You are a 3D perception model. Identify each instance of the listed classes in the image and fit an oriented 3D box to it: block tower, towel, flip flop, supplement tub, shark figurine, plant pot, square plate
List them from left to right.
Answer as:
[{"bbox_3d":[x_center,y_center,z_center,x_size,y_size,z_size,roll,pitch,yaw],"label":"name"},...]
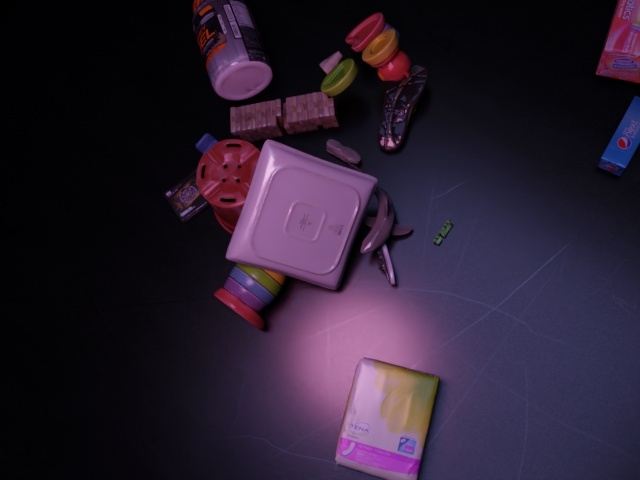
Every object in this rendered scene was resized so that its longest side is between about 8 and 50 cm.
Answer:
[{"bbox_3d":[-0.352,-0.298,2.075,0.119,0.029,0.067,41,87,21],"label":"towel"},{"bbox_3d":[-0.297,-0.650,2.070,0.207,0.207,0.338,-23,69,6],"label":"supplement tub"},{"bbox_3d":[-0.228,-0.160,1.863,0.272,0.265,0.272,-2,79,8],"label":"plant pot"},{"bbox_3d":[-0.114,-0.393,2.012,0.335,0.097,0.091,-7,73,10],"label":"block tower"},{"bbox_3d":[-0.045,-0.059,1.739,0.344,0.049,0.347,17,99,-17],"label":"square plate"},{"bbox_3d":[0.173,-0.109,1.838,0.166,0.116,0.278,-10,60,0],"label":"shark figurine"},{"bbox_3d":[0.251,-0.407,1.939,0.112,0.080,0.277,19,95,21],"label":"flip flop"}]

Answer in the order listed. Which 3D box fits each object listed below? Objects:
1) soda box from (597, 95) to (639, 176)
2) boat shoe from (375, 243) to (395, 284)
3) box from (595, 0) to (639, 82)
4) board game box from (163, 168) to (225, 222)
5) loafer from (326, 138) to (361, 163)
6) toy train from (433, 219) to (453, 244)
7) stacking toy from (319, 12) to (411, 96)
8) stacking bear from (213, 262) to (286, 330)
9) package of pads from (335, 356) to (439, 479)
[{"bbox_3d":[0.856,-0.290,1.755,0.071,0.067,0.210,29,82,20],"label":"soda box"},{"bbox_3d":[0.185,0.066,1.828,0.040,0.049,0.142,-16,64,6],"label":"boat shoe"},{"bbox_3d":[0.911,-0.619,1.798,0.154,0.142,0.300,18,79,17],"label":"box"},{"bbox_3d":[-0.402,-0.159,2.048,0.186,0.026,0.126,-37,69,1],"label":"board game box"},{"bbox_3d":[0.071,-0.270,1.963,0.125,0.039,0.045,35,52,17],"label":"loafer"},{"bbox_3d":[0.356,-0.023,1.828,0.023,0.017,0.083,35,85,10],"label":"toy train"},{"bbox_3d":[0.142,-0.540,1.947,0.279,0.130,0.309,-37,31,21],"label":"stacking toy"},{"bbox_3d":[-0.164,0.090,1.854,0.175,0.164,0.289,34,80,20],"label":"stacking bear"},{"bbox_3d":[0.176,0.478,1.682,0.229,0.101,0.296,13,77,16],"label":"package of pads"}]
